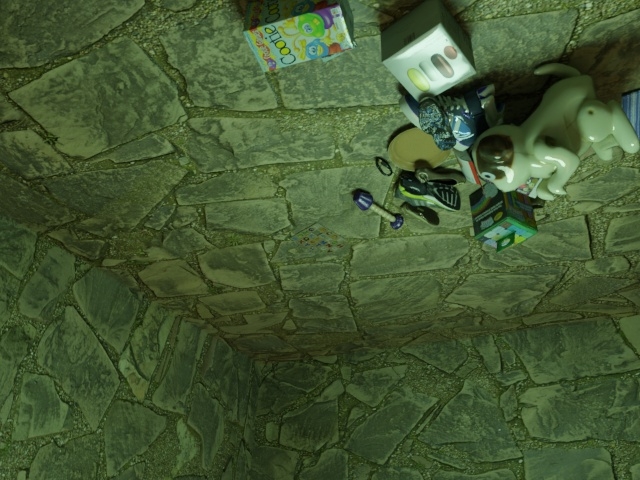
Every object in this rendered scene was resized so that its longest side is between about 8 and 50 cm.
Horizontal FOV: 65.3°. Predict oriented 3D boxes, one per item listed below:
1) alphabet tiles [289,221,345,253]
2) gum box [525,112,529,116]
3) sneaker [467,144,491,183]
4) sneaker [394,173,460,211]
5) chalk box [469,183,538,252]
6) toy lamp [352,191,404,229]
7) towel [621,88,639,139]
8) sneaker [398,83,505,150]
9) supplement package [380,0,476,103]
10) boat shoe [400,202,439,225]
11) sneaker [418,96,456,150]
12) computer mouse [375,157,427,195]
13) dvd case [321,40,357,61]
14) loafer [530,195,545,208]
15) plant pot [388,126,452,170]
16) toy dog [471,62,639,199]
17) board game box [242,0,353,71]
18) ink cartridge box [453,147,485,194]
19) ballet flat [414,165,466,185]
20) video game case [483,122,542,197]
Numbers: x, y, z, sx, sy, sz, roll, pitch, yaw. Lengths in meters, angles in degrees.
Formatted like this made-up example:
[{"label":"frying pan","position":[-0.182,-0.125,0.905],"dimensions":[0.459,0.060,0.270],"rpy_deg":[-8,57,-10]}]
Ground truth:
[{"label":"alphabet tiles","position":[0.000,0.000,2.464],"dimensions":[0.237,0.009,0.198],"rpy_deg":[29,139,-34]},{"label":"gum box","position":[0.814,-0.411,1.706],"dimensions":[0.188,0.062,0.107],"rpy_deg":[-16,143,27]},{"label":"sneaker","position":[0.700,-0.271,1.859],"dimensions":[0.295,0.147,0.105],"rpy_deg":[6,146,-7]},{"label":"sneaker","position":[0.443,-0.186,2.068],"dimensions":[0.299,0.111,0.121],"rpy_deg":[19,159,-13]},{"label":"chalk box","position":[0.739,-0.081,2.018],"dimensions":[0.179,0.289,0.180],"rpy_deg":[20,144,-25]},{"label":"toy lamp","position":[0.249,-0.134,2.175],"dimensions":[0.080,0.080,0.274],"rpy_deg":[-26,138,37]},{"label":"towel","position":[1.187,-0.443,1.651],"dimensions":[0.336,0.040,0.243],"rpy_deg":[-13,143,23]},{"label":"sneaker","position":[0.446,-0.451,1.637],"dimensions":[0.322,0.130,0.236],"rpy_deg":[25,131,-23]},{"label":"supplement package","position":[0.312,-0.549,1.452],"dimensions":[0.194,0.149,0.203],"rpy_deg":[-25,137,36]},{"label":"boat shoe","position":[0.439,-0.115,2.210],"dimensions":[0.190,0.068,0.072],"rpy_deg":[29,153,-19]},{"label":"sneaker","position":[0.356,-0.371,1.560],"dimensions":[0.080,0.081,0.211],"rpy_deg":[-21,139,21]},{"label":"computer mouse","position":[0.319,-0.253,1.950],"dimensions":[0.242,0.071,0.041],"rpy_deg":[29,162,-10]},{"label":"dvd case","position":[0.039,-0.600,1.519],"dimensions":[0.119,0.013,0.087],"rpy_deg":[-17,142,27]},{"label":"loafer","position":[0.880,-0.150,2.120],"dimensions":[0.148,0.050,0.056],"rpy_deg":[-16,143,27]},{"label":"plant pot","position":[0.372,-0.348,1.870],"dimensions":[0.236,0.032,0.236],"rpy_deg":[2,147,2]},{"label":"toy dog","position":[0.675,-0.309,1.538],"dimensions":[0.407,0.284,0.395],"rpy_deg":[-27,96,11]},{"label":"board game box","position":[-0.057,-0.604,1.400],"dimensions":[0.275,0.144,0.142],"rpy_deg":[-9,145,17]},{"label":"ink cartridge box","position":[0.551,-0.259,1.856],"dimensions":[0.045,0.179,0.145],"rpy_deg":[-23,141,17]},{"label":"ballet flat","position":[0.475,-0.241,1.970],"dimensions":[0.249,0.058,0.084],"rpy_deg":[8,158,-30]},{"label":"video game case","position":[0.710,-0.275,1.746],"dimensions":[0.232,0.042,0.210],"rpy_deg":[16,116,-18]}]
